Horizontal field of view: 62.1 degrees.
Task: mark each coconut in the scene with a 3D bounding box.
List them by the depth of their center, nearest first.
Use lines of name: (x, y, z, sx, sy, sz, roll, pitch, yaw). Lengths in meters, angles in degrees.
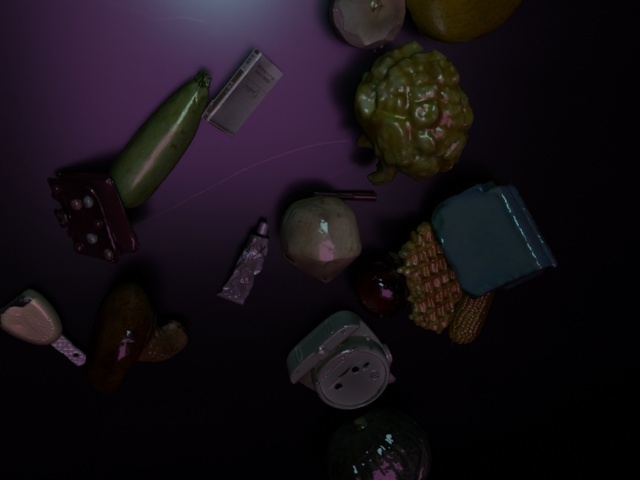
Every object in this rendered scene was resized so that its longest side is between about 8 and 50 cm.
coconut: (0.105, -0.502, 1.171, 0.171, 0.183, 0.171, -4, 112, -9)
coconut: (0.000, 0.000, 1.356, 0.224, 0.224, 0.224, -4, 113, -10)

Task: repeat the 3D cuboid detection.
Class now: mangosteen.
mangosteen: (0.185, 0.127, 1.478, 0.180, 0.166, 0.166, -37, 117, -21)

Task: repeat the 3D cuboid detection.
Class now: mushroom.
mushroom: (-0.474, 0.240, 1.332, 0.255, 0.267, 0.267, -8, 114, -9)

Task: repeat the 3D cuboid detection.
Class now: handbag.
handbag: (-0.533, -0.055, 1.227, 0.216, 0.074, 0.203, 8, 121, 33)

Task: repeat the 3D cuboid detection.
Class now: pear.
pear: (0.342, -0.627, 1.127, 0.340, 0.191, 0.386, -14, 112, -24)

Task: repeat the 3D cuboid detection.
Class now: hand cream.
hand cream: (-0.194, 0.064, 1.426, 0.084, 0.050, 0.257, 20, 110, -22)

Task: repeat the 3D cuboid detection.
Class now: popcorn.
popcorn: (0.224, -0.283, 1.247, 0.274, 0.279, 0.335, -33, 104, -18)

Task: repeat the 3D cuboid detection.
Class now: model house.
model house: (0.486, -0.013, 1.442, 0.230, 0.249, 0.280, -32, 75, 37)

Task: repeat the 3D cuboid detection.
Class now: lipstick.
lipstick: (0.063, -0.119, 1.413, 0.176, 0.027, 0.027, 2, 112, -11)

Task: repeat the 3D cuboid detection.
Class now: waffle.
waffle: (0.306, 0.105, 1.465, 0.281, 0.058, 0.300, -49, 120, -36)

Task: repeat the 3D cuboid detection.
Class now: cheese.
cheese: (-0.710, 0.242, 1.387, 0.127, 0.054, 0.251, -36, 116, 4)

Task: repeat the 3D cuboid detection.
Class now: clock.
clock: (0.085, 0.380, 1.581, 0.265, 0.108, 0.324, -44, 114, 8)

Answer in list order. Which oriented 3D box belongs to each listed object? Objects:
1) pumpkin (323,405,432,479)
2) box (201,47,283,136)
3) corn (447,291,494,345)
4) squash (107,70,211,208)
pumpkin: (0.171, 0.659, 1.624, 0.328, 0.291, 0.257, -30, 95, -9)
box: (-0.179, -0.338, 1.232, 0.198, 0.029, 0.109, -49, 156, 9)
corn: (0.458, 0.175, 1.581, 0.101, 0.101, 0.310, 12, 105, -16)
squash: (-0.365, -0.230, 1.229, 0.118, 0.118, 0.370, 36, 96, -23)
